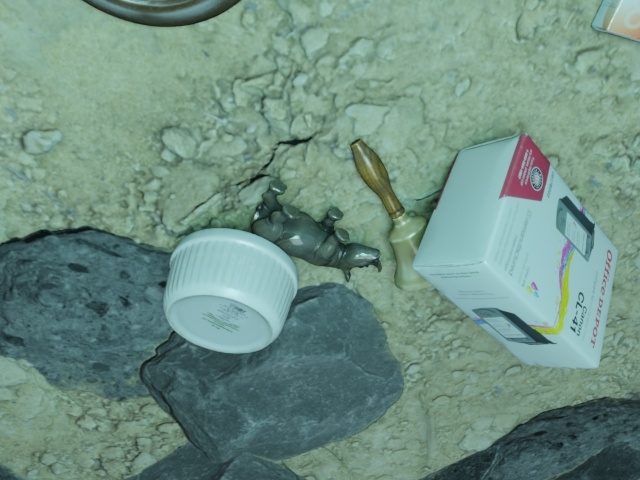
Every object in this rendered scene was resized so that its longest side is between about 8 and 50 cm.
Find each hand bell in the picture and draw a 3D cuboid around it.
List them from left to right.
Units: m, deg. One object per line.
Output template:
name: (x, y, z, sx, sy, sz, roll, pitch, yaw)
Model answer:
hand bell: (0.113, -0.051, 0.780, 0.126, 0.126, 0.242, -31, 109, 12)

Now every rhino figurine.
rhino figurine: (0.000, 0.000, 0.795, 0.243, 0.073, 0.106, 26, 135, -22)

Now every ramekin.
ramekin: (-0.144, 0.088, 0.777, 0.207, 0.109, 0.207, 5, 138, 5)

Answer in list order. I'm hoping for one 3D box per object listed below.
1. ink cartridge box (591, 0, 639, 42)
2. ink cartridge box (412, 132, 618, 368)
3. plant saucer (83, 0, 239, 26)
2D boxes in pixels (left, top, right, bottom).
ink cartridge box: (0.468, -0.351, 0.651, 0.146, 0.045, 0.179, 8, 124, -13)
ink cartridge box: (0.310, 0.026, 0.757, 0.306, 0.226, 0.131, 37, 154, -26)
plant saucer: (-0.187, -0.367, 0.512, 0.311, 0.050, 0.310, -5, 137, -5)
